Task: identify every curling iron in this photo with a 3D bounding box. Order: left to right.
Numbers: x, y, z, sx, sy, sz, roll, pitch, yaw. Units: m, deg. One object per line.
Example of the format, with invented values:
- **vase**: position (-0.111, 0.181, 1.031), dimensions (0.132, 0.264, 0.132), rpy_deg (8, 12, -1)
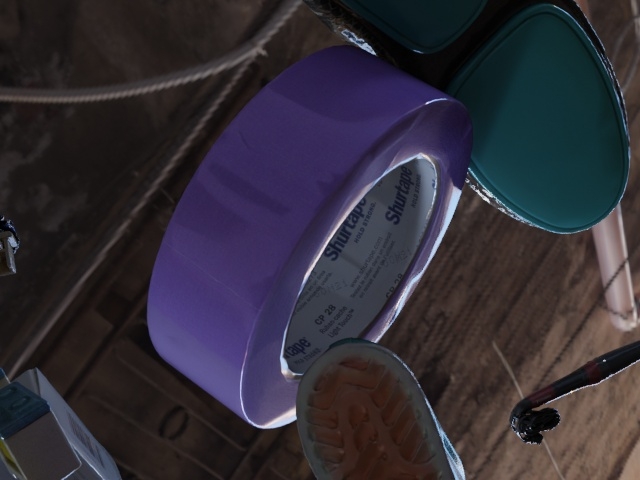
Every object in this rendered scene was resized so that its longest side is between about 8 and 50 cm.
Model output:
- **curling iron**: position (0.343, 0.177, 1.305), dimensions (0.274, 0.068, 0.035), rpy_deg (-27, -137, -24)

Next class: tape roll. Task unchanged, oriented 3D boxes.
- **tape roll**: position (0.000, 0.000, 0.755), dimensions (0.090, 0.275, 0.275), rpy_deg (33, -102, 21)

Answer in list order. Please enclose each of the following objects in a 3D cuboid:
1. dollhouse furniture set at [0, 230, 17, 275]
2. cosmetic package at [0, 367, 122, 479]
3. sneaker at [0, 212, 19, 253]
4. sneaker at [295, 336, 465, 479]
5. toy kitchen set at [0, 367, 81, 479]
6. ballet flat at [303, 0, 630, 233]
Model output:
- **dollhouse furniture set**: position (-0.463, -0.023, 1.231), dimensions (0.161, 0.182, 0.101), rpy_deg (-11, -111, -10)
- **cosmetic package**: position (-0.477, 0.386, 1.392), dimensions (0.385, 0.217, 0.156), rpy_deg (-34, -152, -7)
- **sneaker**: position (-0.520, 0.019, 1.556), dimensions (0.121, 0.217, 0.079), rpy_deg (-4, -110, -20)
- **sneaker**: position (0.067, 0.206, 0.667), dimensions (0.108, 0.121, 0.302), rpy_deg (-16, -93, 7)
- **toy kitchen set**: position (-0.317, 0.165, 0.773), dimensions (0.207, 0.122, 0.166), rpy_deg (-35, -158, -25)
- **ballet flat**: position (0.097, -0.183, 0.822), dimensions (0.164, 0.483, 0.182), rpy_deg (-43, -137, 12)
